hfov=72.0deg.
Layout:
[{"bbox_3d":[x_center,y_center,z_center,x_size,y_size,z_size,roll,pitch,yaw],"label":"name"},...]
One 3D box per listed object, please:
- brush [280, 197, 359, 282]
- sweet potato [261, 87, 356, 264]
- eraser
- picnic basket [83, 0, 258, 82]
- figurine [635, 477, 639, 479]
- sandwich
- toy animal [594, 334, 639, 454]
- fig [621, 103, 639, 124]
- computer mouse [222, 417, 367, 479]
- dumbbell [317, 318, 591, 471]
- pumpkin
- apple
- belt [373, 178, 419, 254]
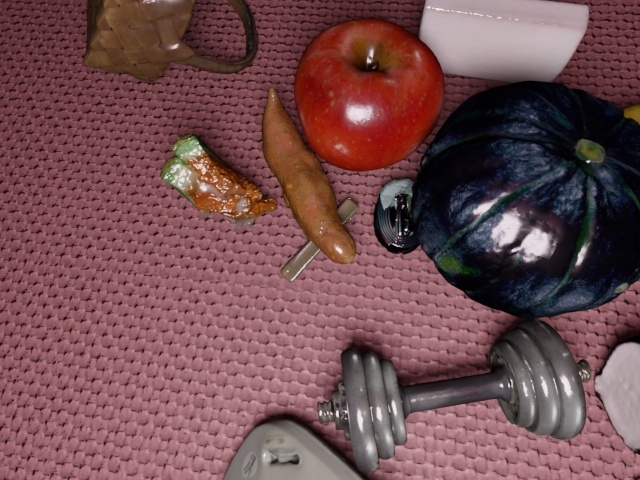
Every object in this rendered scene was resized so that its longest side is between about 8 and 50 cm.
[{"bbox_3d":[0.000,0.000,0.820,0.034,0.027,0.190,42,89,17],"label":"brush"},{"bbox_3d":[-0.031,-0.106,0.808,0.096,0.106,0.354,-18,74,-21],"label":"sweet potato"},{"bbox_3d":[0.317,-0.373,0.820,0.271,0.174,0.094,13,78,8],"label":"eraser"},{"bbox_3d":[-0.268,-0.460,0.867,0.338,0.337,0.292,-10,67,1],"label":"picnic basket"},{"bbox_3d":[0.503,0.413,0.641,0.176,0.121,0.122,-32,46,5],"label":"figurine"},{"bbox_3d":[-0.181,-0.087,0.777,0.160,0.185,0.109,39,88,16],"label":"sandwich"},{"bbox_3d":[0.562,0.228,0.638,0.236,0.165,0.186,2,87,4],"label":"toy animal"},{"bbox_3d":[0.542,-0.187,0.786,0.159,0.159,0.257,-23,55,-2],"label":"fig"},{"bbox_3d":[-0.012,0.404,0.633,0.331,0.095,0.197,29,85,36],"label":"computer mouse"},{"bbox_3d":[0.196,0.227,0.661,0.407,0.179,0.178,-10,74,2],"label":"dumbbell"},{"bbox_3d":[0.318,-0.063,0.674,0.364,0.266,0.362,2,68,-5],"label":"pumpkin"},{"bbox_3d":[0.084,-0.251,0.781,0.261,0.216,0.260,-1,68,2],"label":"apple"},{"bbox_3d":[0.149,-0.044,0.801,0.106,0.058,0.139,-1,74,1],"label":"belt"}]
